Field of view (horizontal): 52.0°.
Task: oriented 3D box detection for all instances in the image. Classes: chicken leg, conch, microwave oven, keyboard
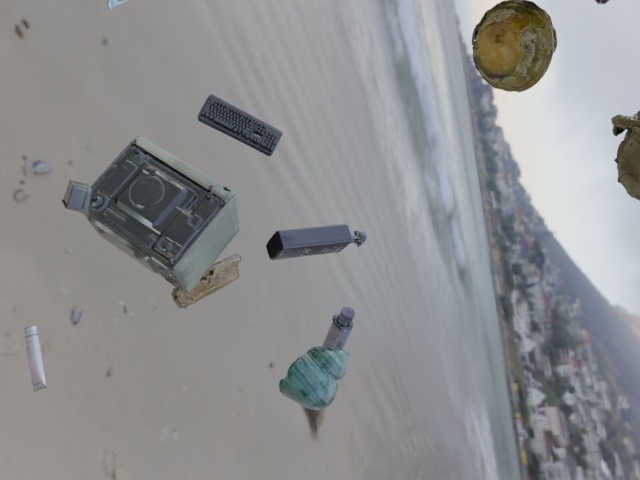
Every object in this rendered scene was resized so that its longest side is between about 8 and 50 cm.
[{"bbox_3d":[0.449,-0.159,0.881,0.103,0.088,0.228,-98,179,-66],"label":"chicken leg"},{"bbox_3d":[-0.006,0.371,1.809,0.202,0.134,0.196,-56,159,-31],"label":"conch"},{"bbox_3d":[-0.494,-0.088,2.047,0.333,0.394,0.247,-54,165,-22],"label":"microwave oven"},{"bbox_3d":[-0.220,-0.320,1.818,0.094,0.230,0.025,-68,-171,-24],"label":"keyboard"}]

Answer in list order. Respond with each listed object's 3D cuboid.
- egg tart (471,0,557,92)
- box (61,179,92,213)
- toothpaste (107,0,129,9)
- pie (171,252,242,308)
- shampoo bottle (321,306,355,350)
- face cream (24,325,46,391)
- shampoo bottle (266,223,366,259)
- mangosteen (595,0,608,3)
[{"bbox_3d":[0.411,-0.425,1.443,0.090,0.212,0.213,-17,99,-40],"label":"egg tart"},{"bbox_3d":[-0.597,-0.109,1.619,0.084,0.060,0.063,33,-75,60],"label":"box"},{"bbox_3d":[-0.453,-0.569,1.510,0.205,0.036,0.056,-81,165,-65],"label":"toothpaste"},{"bbox_3d":[-0.385,0.136,2.260,0.282,0.068,0.129,-28,141,-33],"label":"pie"},{"bbox_3d":[0.054,0.288,2.012,0.072,0.072,0.214,-81,-171,-50],"label":"shampoo bottle"},{"bbox_3d":[-0.509,0.210,1.172,0.020,0.038,0.115,1,72,-58],"label":"face cream"},{"bbox_3d":[0.000,0.000,1.912,0.098,0.309,0.071,-48,-124,51],"label":"shampoo bottle"},{"bbox_3d":[0.466,-0.576,1.306,0.289,0.231,0.231,56,16,0],"label":"mangosteen"}]
